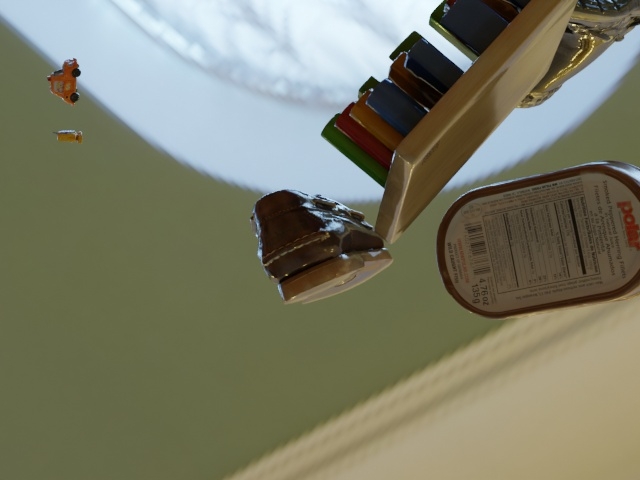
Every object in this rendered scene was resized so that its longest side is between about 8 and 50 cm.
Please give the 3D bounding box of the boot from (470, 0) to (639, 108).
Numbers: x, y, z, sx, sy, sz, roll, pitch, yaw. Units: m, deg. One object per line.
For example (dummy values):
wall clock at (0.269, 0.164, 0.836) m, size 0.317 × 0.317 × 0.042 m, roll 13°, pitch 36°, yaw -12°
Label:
boot at (0.193, -0.183, 1.660) m, size 0.178 × 0.236 × 0.085 m, roll -39°, pitch -110°, yaw 36°

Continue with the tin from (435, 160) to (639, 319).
tin at (0.173, 0.002, 1.413) m, size 0.189 × 0.106 × 0.040 m, roll -13°, pitch -179°, yaw 32°

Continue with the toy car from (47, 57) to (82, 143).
toy car at (-0.311, -0.173, 2.292) m, size 0.122 × 0.040 × 0.060 m, roll -103°, pitch -160°, yaw -51°

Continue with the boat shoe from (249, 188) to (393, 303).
boat shoe at (0.000, 0.000, 1.267) m, size 0.073 × 0.073 × 0.207 m, roll -28°, pitch 173°, yaw 4°

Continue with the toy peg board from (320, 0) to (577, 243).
toy peg board at (0.071, -0.101, 1.145) m, size 0.161 × 0.079 × 0.161 m, roll -48°, pitch 170°, yaw -14°
